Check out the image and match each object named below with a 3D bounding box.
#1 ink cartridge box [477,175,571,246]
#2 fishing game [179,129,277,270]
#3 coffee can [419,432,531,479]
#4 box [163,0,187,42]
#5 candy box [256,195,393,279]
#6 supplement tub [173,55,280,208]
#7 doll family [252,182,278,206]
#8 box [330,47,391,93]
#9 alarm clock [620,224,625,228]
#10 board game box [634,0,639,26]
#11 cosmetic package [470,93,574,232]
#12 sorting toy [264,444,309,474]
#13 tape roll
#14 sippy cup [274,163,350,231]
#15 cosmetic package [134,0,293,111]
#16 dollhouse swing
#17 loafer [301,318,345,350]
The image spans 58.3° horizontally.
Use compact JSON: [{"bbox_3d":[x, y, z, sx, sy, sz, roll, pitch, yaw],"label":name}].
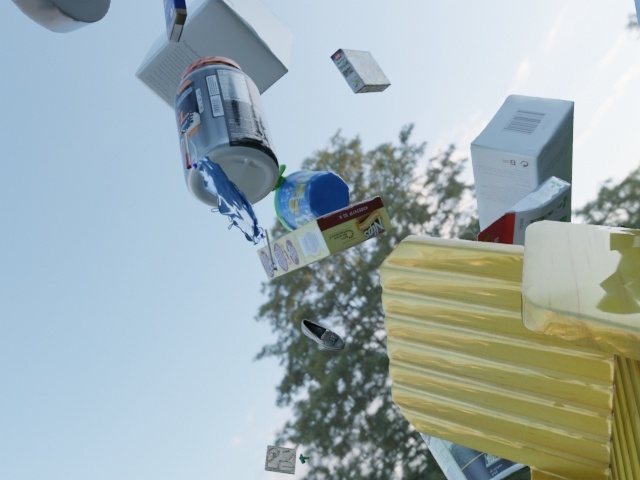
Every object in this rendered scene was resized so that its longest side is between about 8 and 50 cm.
[{"bbox_3d":[0.404,0.002,1.143,0.224,0.056,0.181,-35,-43,-23],"label":"ink cartridge box"},{"bbox_3d":[-0.165,-0.068,1.007,0.041,0.189,0.264,-32,-52,7],"label":"fishing game"},{"bbox_3d":[0.345,0.447,1.323,0.201,0.275,0.202,-19,-41,-17],"label":"coffee can"},{"bbox_3d":[-0.396,-0.670,1.539,0.036,0.225,0.136,-3,-13,-24],"label":"box"},{"bbox_3d":[0.000,0.000,1.339,0.183,0.088,0.316,-21,-1,-32],"label":"candy box"},{"bbox_3d":[-0.207,-0.238,1.224,0.193,0.316,0.194,-11,-37,-8],"label":"supplement tub"},{"bbox_3d":[-0.269,-0.155,1.767,0.262,0.163,0.118,4,-50,-18],"label":"doll family"},{"bbox_3d":[0.109,-0.441,1.496,0.036,0.114,0.207,-34,-2,30],"label":"box"},{"bbox_3d":[0.508,0.058,1.065,0.064,0.129,0.192,33,-68,-25],"label":"alarm clock"},{"bbox_3d":[0.614,-0.535,0.991,0.318,0.319,0.066,-18,7,-39],"label":"board game box"},{"bbox_3d":[0.478,-0.116,1.336,0.217,0.156,0.385,-48,-41,-29],"label":"cosmetic package"},{"bbox_3d":[-0.061,0.413,1.071,0.062,0.083,0.012,-89,10,-62],"label":"sorting toy"},{"bbox_3d":[-0.493,-0.504,1.062,0.072,0.219,0.219,-10,-11,24],"label":"tape roll"},{"bbox_3d":[-0.016,-0.142,1.983,0.305,0.240,0.224,-2,-2,-25],"label":"sippy cup"},{"bbox_3d":[-0.347,-0.627,1.937,0.393,0.329,0.327,-34,-59,25],"label":"cosmetic package"},{"bbox_3d":[0.187,0.179,0.624,0.315,0.304,0.347,-47,-47,-60],"label":"dollhouse swing"},{"bbox_3d":[0.004,0.236,1.440,0.045,0.125,0.039,-54,-27,-26],"label":"loafer"}]
